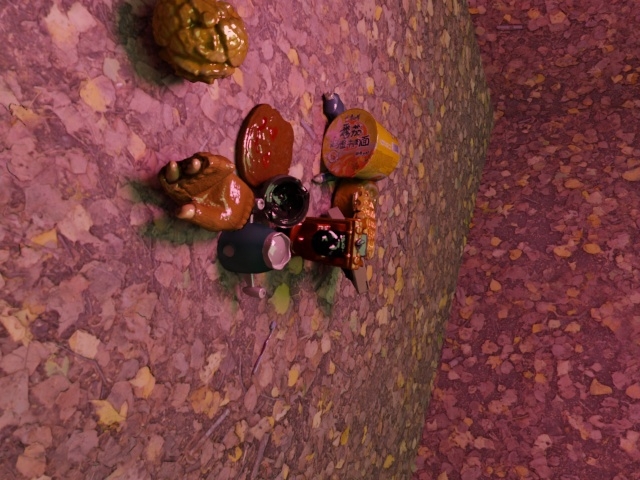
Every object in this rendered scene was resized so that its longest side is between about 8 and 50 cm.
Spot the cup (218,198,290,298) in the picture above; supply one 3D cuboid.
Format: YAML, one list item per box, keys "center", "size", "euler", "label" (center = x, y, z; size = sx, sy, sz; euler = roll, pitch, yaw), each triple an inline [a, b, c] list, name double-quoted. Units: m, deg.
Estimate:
- center: [-0.186, 0.025, 1.530]
  size: [0.167, 0.173, 0.300]
  euler: [-13, 105, -58]
  label: "cup"

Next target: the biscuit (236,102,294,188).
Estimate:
- center: [-0.169, -0.289, 1.638]
  size: [0.257, 0.049, 0.273]
  euler: [32, 69, -56]
  label: "biscuit"

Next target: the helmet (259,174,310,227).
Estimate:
- center: [-0.124, -0.134, 1.611]
  size: [0.153, 0.107, 0.177]
  euler: [-38, 135, -12]
  label: "helmet"

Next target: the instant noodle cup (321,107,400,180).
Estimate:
- center: [0.164, -0.346, 1.939]
  size: [0.200, 0.264, 0.264]
  euler: [10, 85, -49]
  label: "instant noodle cup"

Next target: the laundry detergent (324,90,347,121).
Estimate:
- center: [0.068, -0.494, 1.979]
  size: [0.206, 0.061, 0.097]
  euler: [54, 53, -47]
  label: "laundry detergent"

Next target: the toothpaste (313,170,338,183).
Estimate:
- center: [0.028, -0.247, 1.974]
  size: [0.197, 0.034, 0.057]
  euler: [-25, 131, -56]
  label: "toothpaste"

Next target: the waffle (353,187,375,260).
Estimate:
- center: [0.177, -0.066, 1.969]
  size: [0.261, 0.056, 0.250]
  euler: [-80, 159, -47]
  label: "waffle"

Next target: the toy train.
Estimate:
- center: [0.000, 0.000, 1.708]
  size: [0.231, 0.369, 0.163]
  euler: [2, 93, -31]
  label: "toy train"

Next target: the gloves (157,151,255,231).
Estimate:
- center: [-0.298, -0.127, 1.345]
  size: [0.356, 0.155, 0.203]
  euler: [48, 60, -69]
  label: "gloves"

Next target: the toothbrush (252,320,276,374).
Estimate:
- center: [-0.189, 0.360, 1.721]
  size: [0.019, 0.013, 0.193]
  euler: [47, 55, -43]
  label: "toothbrush"

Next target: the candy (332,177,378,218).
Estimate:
- center: [0.146, -0.143, 2.103]
  size: [0.260, 0.118, 0.260]
  euler: [-20, 113, -56]
  label: "candy"

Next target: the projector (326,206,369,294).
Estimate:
- center: [0.097, 0.040, 1.945]
  size: [0.259, 0.079, 0.257]
  euler: [-117, -170, -51]
  label: "projector"

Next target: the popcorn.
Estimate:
- center: [-0.294, -0.494, 1.261]
  size: [0.259, 0.259, 0.212]
  euler: [17, 94, -58]
  label: "popcorn"
